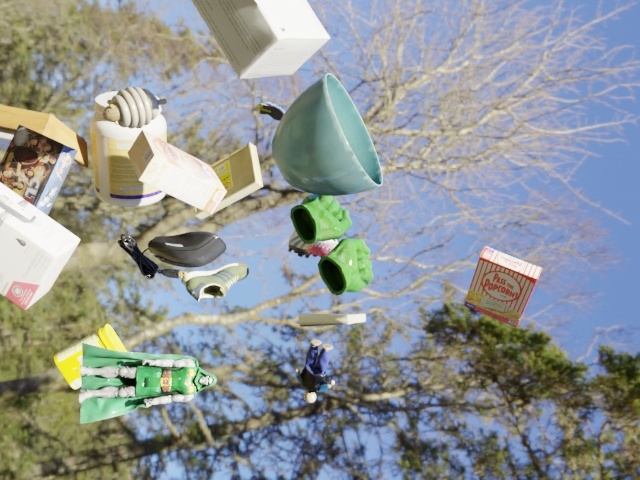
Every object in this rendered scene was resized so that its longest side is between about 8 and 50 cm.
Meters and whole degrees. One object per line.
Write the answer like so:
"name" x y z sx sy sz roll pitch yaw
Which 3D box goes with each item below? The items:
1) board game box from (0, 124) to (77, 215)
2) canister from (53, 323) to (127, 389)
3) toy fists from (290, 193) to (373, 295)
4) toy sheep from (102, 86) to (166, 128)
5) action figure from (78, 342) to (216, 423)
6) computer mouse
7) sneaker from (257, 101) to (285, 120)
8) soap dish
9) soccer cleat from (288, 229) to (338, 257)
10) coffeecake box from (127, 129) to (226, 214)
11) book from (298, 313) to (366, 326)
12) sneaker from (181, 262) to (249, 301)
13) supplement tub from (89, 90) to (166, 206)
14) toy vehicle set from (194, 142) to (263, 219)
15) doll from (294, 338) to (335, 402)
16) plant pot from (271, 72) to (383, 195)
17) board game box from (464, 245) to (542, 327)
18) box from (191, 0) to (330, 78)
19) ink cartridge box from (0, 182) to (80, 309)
"board game box" -0.658 -0.121 1.469 0.165 0.042 0.243 23 -93 26
"canister" -0.658 0.335 1.894 0.126 0.169 0.073 61 -2 -10
"toy fists" 0.042 0.002 1.698 0.096 0.142 0.279 -34 -97 39
"toy sheep" -0.367 -0.264 1.306 0.091 0.132 0.091 37 -38 37
"action figure" -0.298 0.246 1.154 0.063 0.232 0.137 177 -87 -75
"computer mouse" -0.341 0.053 1.579 0.184 0.261 0.060 71 21 -54
"sneaker" -0.177 -0.505 2.554 0.144 0.059 0.053 29 -54 33
"soap dish" -0.909 -0.328 2.100 0.290 0.229 0.118 14 -105 21
"soccer cleat" 0.000 0.000 2.433 0.331 0.116 0.143 11 -100 48
"coffeecake box" -0.315 -0.150 1.450 0.068 0.185 0.142 -53 -142 12
"book" 0.030 0.200 1.688 0.144 0.096 0.035 -6 -96 32
"sneaker" -0.262 0.117 1.733 0.086 0.192 0.064 53 -44 33
"supplement tub" -0.627 -0.302 2.168 0.241 0.240 0.332 43 -46 49
"toy vehicle set" -0.319 -0.199 2.215 0.266 0.035 0.166 -25 -121 24
"doll" -0.014 0.392 1.936 0.129 0.046 0.189 19 -77 20
"plant pot" -0.001 -0.222 1.578 0.195 0.290 0.290 -24 -112 17
"board game box" 0.454 0.118 1.659 0.146 0.045 0.194 22 -42 18
"box" -0.108 -0.410 1.220 0.119 0.182 0.181 -34 -95 34
"ink cartridge box" -0.597 0.002 1.250 0.159 0.217 0.092 -50 -174 25
